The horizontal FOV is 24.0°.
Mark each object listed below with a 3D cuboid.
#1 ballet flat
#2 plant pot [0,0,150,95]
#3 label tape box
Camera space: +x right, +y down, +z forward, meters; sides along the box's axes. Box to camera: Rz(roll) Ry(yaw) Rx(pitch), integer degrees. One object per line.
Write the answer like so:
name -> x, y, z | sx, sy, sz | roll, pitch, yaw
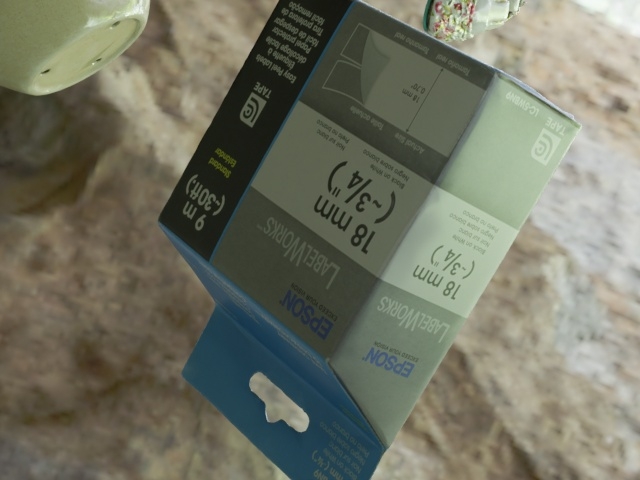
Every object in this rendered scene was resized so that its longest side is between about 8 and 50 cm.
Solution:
ballet flat -> 0.181, -0.271, 1.692 | 0.077, 0.091, 0.241 | 14, -158, 15
plant pot -> -0.267, -0.250, 1.409 | 0.191, 0.284, 0.284 | 56, -153, 5
label tape box -> 0.000, 0.000, 1.093 | 0.106, 0.334, 0.240 | 24, -171, -43
